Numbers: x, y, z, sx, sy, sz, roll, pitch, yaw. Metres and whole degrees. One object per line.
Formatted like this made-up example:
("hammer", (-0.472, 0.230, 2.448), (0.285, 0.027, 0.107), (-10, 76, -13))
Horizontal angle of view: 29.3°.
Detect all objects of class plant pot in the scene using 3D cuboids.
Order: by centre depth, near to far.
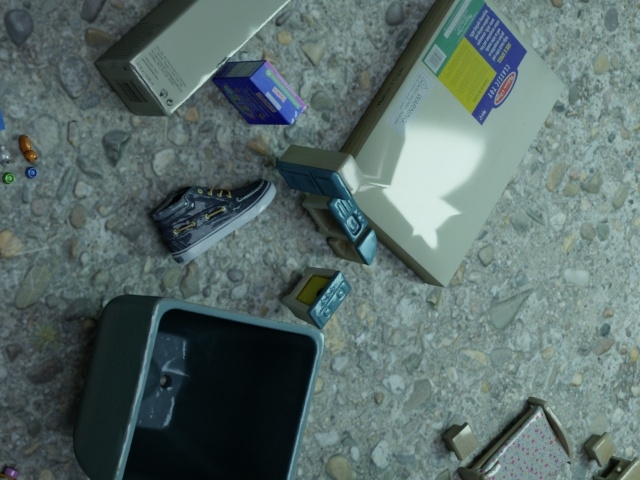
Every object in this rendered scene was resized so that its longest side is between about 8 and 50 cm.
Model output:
("plant pot", (-0.184, 0.197, 1.566), (0.247, 0.252, 0.247), (14, 87, -34))

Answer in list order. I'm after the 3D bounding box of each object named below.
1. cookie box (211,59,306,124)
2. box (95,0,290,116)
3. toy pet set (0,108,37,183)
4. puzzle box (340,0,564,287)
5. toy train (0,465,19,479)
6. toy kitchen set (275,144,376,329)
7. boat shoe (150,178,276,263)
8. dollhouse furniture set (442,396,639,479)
("cookie box", (-0.084, -0.201, 1.675), (0.040, 0.107, 0.092), (-52, 120, -18))
("box", (-0.157, -0.285, 1.615), (0.275, 0.113, 0.094), (-46, 118, -20))
("toy pet set", (-0.402, -0.117, 1.494), (0.122, 0.065, 0.114), (-18, 105, -32))
("puzzle box", (0.200, -0.167, 1.907), (0.272, 0.052, 0.409), (42, 72, -30))
("toy train", (-0.424, 0.354, 1.546), (0.166, 0.046, 0.125), (0, 95, -35))
("toy kitchen set", (0.000, 0.000, 1.722), (0.166, 0.122, 0.207), (-53, 130, -23))
("boat shoe", (-0.144, -0.051, 1.678), (0.183, 0.065, 0.083), (-38, 111, -27))
("dollhouse furniture set", (0.421, 0.380, 2.048), (0.303, 0.173, 0.356), (-41, 116, -24))
